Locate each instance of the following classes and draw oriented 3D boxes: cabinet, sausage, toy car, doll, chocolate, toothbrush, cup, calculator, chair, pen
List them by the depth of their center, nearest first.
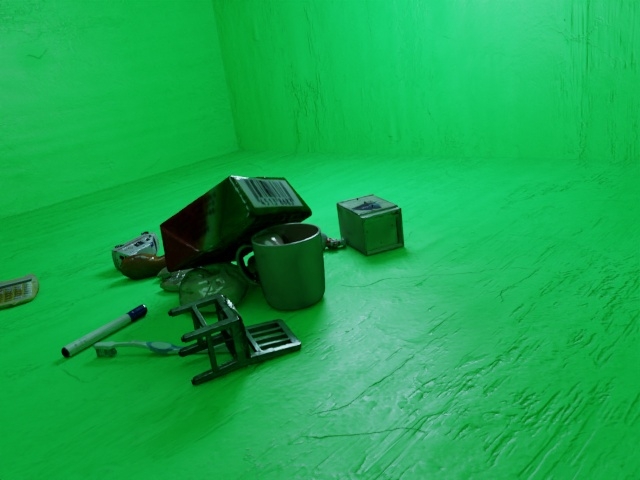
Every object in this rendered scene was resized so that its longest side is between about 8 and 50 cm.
[{"bbox_3d":[-0.196,0.204,1.422,0.271,0.147,0.136,-16,30,-20],"label":"chair"},{"bbox_3d":[-0.384,0.263,1.520,0.386,0.040,0.040,-4,19,11],"label":"toothbrush"},{"bbox_3d":[-0.583,0.244,1.675,0.033,0.033,0.269,4,22,33],"label":"pen"},{"bbox_3d":[-0.112,0.075,1.711,0.253,0.200,0.191,-1,19,16],"label":"cup"},{"bbox_3d":[-0.259,-0.054,1.839,0.341,0.161,0.360,-30,-10,26],"label":"chocolate"},{"bbox_3d":[-0.177,0.084,1.865,0.102,0.089,0.179,-43,-6,1],"label":"doll"},{"bbox_3d":[0.166,-0.057,2.074,0.145,0.150,0.206,-14,20,-19],"label":"cabinet"},{"bbox_3d":[-1.034,0.176,2.077,0.157,0.033,0.236,-14,21,-20],"label":"calculator"},{"bbox_3d":[-0.589,0.084,2.093,0.179,0.089,0.089,-8,18,-10],"label":"sausage"},{"bbox_3d":[0.000,0.000,2.105,0.180,0.079,0.094,6,4,3],"label":"doll"},{"bbox_3d":[-0.652,0.037,2.237,0.108,0.089,0.210,4,24,32],"label":"toy car"}]

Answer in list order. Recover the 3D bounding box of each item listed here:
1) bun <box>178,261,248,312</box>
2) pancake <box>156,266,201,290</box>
[{"bbox_3d":[-0.315,0.125,1.784,0.210,0.116,0.237,-17,21,-26],"label":"bun"},{"bbox_3d":[-0.410,0.107,2.008,0.254,0.037,0.253,-7,19,2],"label":"pancake"}]
